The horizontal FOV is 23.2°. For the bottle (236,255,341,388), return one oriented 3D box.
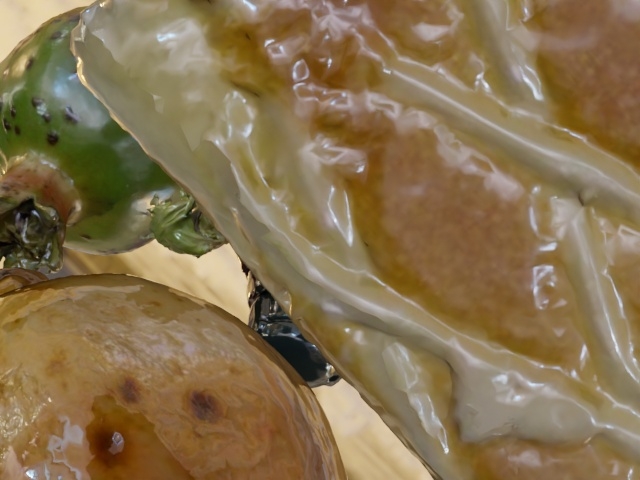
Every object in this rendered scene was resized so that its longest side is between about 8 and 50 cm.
[{"bbox_3d":[0.000,0.000,1.373,0.156,0.271,0.143,24,142,-13],"label":"bottle"}]

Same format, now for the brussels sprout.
[{"bbox_3d":[-0.087,-0.023,1.172,0.058,0.085,0.085,34,161,20],"label":"brussels sprout"}]

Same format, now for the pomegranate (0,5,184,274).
[{"bbox_3d":[-0.212,-0.093,1.401,0.231,0.231,0.286,45,-160,-1],"label":"pomegranate"}]

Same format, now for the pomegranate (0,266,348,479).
[{"bbox_3d":[-0.175,0.183,1.168,0.410,0.410,0.410,41,164,14],"label":"pomegranate"}]

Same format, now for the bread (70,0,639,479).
[{"bbox_3d":[0.146,-0.077,0.747,0.390,0.371,0.279,47,-175,-6],"label":"bread"}]
